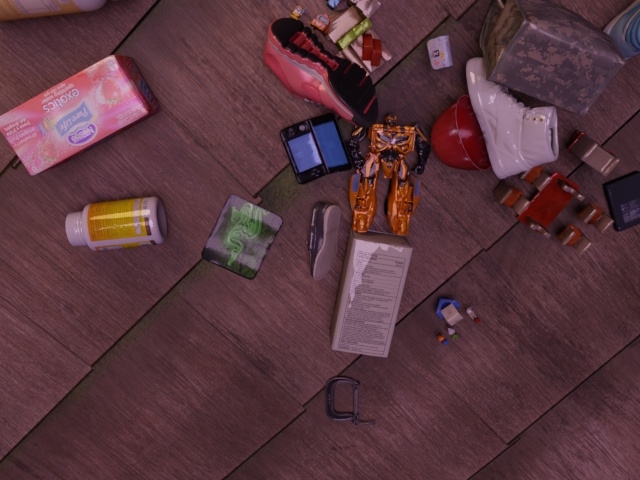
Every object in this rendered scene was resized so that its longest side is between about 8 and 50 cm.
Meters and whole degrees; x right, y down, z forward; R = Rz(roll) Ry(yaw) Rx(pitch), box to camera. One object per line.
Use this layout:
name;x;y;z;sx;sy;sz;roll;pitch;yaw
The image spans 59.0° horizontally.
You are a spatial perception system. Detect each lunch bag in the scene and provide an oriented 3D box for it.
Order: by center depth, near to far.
lunch bag;0.490;-0.434;1.245;0.235;0.287;0.169;19;134;-7
lunch bag;0.277;-0.436;1.312;0.053;0.083;0.071;-14;106;0

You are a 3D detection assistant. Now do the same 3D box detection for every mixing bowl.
mixing bowl;0.327;-0.241;1.343;0.098;0.181;0.181;-14;111;42

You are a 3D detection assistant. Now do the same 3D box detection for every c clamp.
c clamp;0.080;0.449;1.580;0.137;0.022;0.160;-6;107;3

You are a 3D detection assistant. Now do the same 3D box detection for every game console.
game console;-0.011;-0.217;1.350;0.124;0.085;0.144;-24;106;-14

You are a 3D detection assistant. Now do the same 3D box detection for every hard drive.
hard drive;0.797;-0.101;1.468;0.094;0.022;0.135;-22;106;3

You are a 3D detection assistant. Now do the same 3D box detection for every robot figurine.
robot figurine;0.161;-0.161;1.380;0.211;0.085;0.290;3;105;-5

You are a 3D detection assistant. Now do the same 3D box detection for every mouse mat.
mouse mat;-0.200;-0.006;1.442;0.153;0.007;0.189;25;102;-10

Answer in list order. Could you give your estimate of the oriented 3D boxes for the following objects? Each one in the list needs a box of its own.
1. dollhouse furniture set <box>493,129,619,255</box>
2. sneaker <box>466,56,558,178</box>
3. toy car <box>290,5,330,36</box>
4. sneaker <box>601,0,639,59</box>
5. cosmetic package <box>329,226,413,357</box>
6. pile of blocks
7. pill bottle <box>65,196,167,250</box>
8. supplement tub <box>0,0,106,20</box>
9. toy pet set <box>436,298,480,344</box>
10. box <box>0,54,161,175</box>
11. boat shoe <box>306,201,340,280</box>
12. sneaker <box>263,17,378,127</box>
dollhouse furniture set;0.605;-0.136;1.414;0.262;0.135;0.259;30;113;-11
sneaker;0.451;-0.303;1.297;0.169;0.108;0.292;-16;96;43
toy car;-0.024;-0.501;1.263;0.122;0.060;0.040;39;104;21
sneaker;0.802;-0.531;1.254;0.127;0.208;0.319;40;99;-11
cosmetic package;0.122;0.129;1.436;0.153;0.129;0.296;11;105;-5
pile of blocks;0.062;-0.535;1.257;0.149;0.112;0.362;-15;105;1
pill bottle;-0.487;-0.038;1.358;0.215;0.117;0.117;-6;106;-2
supplement tub;-0.574;-0.579;1.139;0.332;0.241;0.240;-7;106;-2
toy pet set;0.349;0.206;1.520;0.122;0.065;0.114;-36;139;9
box;-0.533;-0.282;1.269;0.300;0.154;0.142;-27;105;3
boat shoe;0.000;0.000;1.440;0.065;0.075;0.206;25;114;34
sneaker;-0.001;-0.364;1.296;0.314;0.136;0.116;41;59;-5
